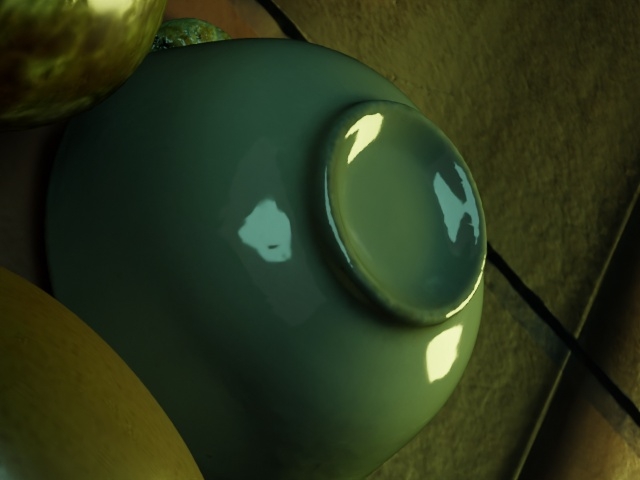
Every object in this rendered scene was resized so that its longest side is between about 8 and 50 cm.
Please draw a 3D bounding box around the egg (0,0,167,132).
[{"bbox_3d":[-0.193,-0.172,0.915,0.289,0.238,0.238,57,37,-38],"label":"egg"}]

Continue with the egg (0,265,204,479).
[{"bbox_3d":[-0.164,0.143,0.753,0.322,0.250,0.250,48,43,-20],"label":"egg"}]

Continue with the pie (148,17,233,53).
[{"bbox_3d":[-0.076,-0.103,1.149,0.085,0.017,0.085,23,54,-35],"label":"pie"}]

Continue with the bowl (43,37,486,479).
[{"bbox_3d":[0.000,0.000,1.057,0.289,0.146,0.289,20,59,-38],"label":"bowl"}]
